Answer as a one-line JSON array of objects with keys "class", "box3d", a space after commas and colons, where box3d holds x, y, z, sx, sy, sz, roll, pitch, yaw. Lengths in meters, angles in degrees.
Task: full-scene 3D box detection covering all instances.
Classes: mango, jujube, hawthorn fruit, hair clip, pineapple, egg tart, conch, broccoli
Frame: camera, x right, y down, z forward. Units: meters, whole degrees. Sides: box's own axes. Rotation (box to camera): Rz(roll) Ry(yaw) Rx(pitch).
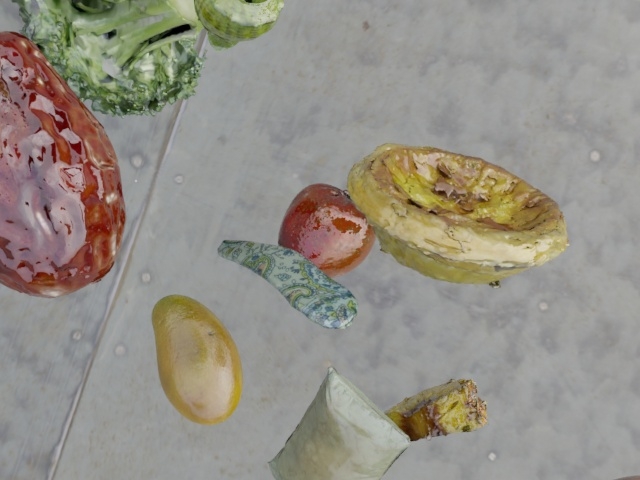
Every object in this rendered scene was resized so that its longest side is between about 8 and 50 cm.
[{"class": "mango", "box3d": [-0.202, 0.187, 1.226, 0.136, 0.099, 0.227, -28, 74, 6]}, {"class": "jujube", "box3d": [-0.322, -0.079, 0.834, 0.197, 0.197, 0.290, -21, 96, -11]}, {"class": "hawthorn fruit", "box3d": [0.000, 0.000, 1.269, 0.157, 0.157, 0.194, 33, 111, -14]}, {"class": "hair clip", "box3d": [-0.047, 0.039, 0.889, 0.066, 0.229, 0.036, -36, 135, -30]}, {"class": "pineapple", "box3d": [0.205, 0.287, 1.297, 0.135, 0.233, 0.079, -8, 77, -47]}, {"class": "egg tart", "box3d": [0.167, -0.023, 0.954, 0.290, 0.290, 0.115, 7, 117, -14]}, {"class": "conch", "box3d": [-0.087, -0.239, 0.764, 0.074, 0.121, 0.089, -35, 93, -37]}, {"class": "broccoli", "box3d": [-0.318, -0.380, 1.217, 0.302, 0.249, 0.375, -20, 133, 20]}]

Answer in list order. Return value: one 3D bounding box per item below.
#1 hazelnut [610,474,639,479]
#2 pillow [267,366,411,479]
[{"class": "hazelnut", "box3d": [0.224, 0.204, 0.539, 0.086, 0.086, 0.086, -1, 95, -14]}, {"class": "pillow", "box3d": [0.022, 0.376, 1.328, 0.185, 0.075, 0.302, 39, 125, 15]}]
